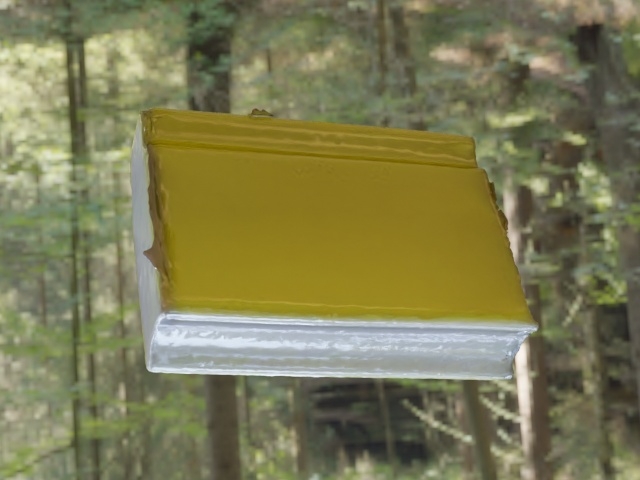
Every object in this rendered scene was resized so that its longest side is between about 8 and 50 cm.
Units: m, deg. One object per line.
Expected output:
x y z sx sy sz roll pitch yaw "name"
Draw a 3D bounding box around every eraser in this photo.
0.000 0.000 0.746 0.226 0.158 0.069 3 141 -18 "eraser"
